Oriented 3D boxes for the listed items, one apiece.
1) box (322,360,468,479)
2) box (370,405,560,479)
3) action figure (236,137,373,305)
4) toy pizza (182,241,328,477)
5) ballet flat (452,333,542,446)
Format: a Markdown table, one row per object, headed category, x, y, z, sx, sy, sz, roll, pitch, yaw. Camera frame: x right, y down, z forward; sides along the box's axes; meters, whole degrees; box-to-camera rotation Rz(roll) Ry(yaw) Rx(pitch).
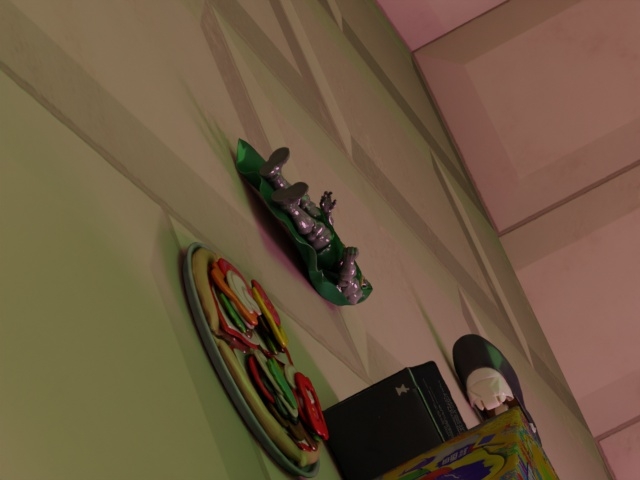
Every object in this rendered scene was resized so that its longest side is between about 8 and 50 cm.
| category | x | y | z | sx | sy | sz | roll | pitch | yaw |
| --- | --- | --- | --- | --- | --- | --- | --- | --- | --- |
| box | 0.081 | 0.193 | 1.671 | 0.156 | 0.093 | 0.158 | 64 | 9 | 6 |
| box | 0.125 | 0.302 | 1.354 | 0.279 | 0.177 | 0.290 | 61 | 9 | -4 |
| action figure | 0.000 | 0.000 | 1.905 | 0.137 | 0.063 | 0.232 | 65 | 6 | 36 |
| toy pizza | -0.043 | 0.087 | 1.489 | 0.201 | 0.032 | 0.201 | 60 | 10 | -17 |
| ballet flat | 0.233 | 0.214 | 2.521 | 0.203 | 0.074 | 0.074 | 62 | 9 | -18 |
